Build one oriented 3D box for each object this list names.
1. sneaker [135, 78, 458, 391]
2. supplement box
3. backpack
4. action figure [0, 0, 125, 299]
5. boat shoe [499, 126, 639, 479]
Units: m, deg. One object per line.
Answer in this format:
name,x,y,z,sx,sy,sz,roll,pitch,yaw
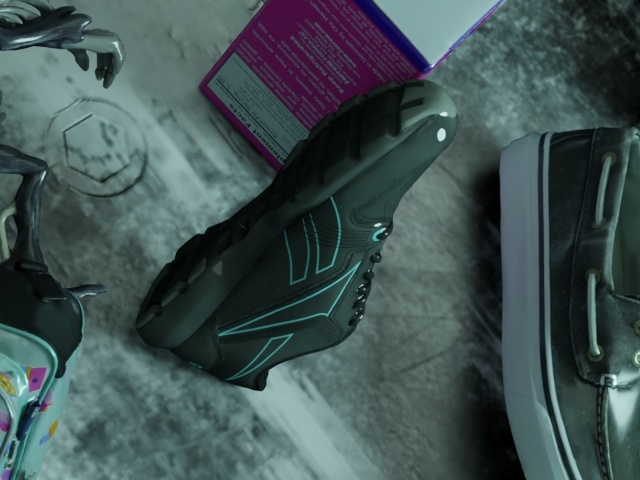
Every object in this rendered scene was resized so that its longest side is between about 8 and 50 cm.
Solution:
sneaker,0.000,0.000,1.034,0.106,0.267,0.101,41,29,-16
supplement box,0.021,-0.140,1.098,0.114,0.220,0.111,47,59,-3
backpack,-0.234,0.103,0.901,0.166,0.188,0.144,20,26,-4
action figure,-0.217,-0.091,1.004,0.141,0.164,0.275,-14,95,-47
boat shoe,0.200,0.065,1.138,0.121,0.119,0.335,26,54,-56
